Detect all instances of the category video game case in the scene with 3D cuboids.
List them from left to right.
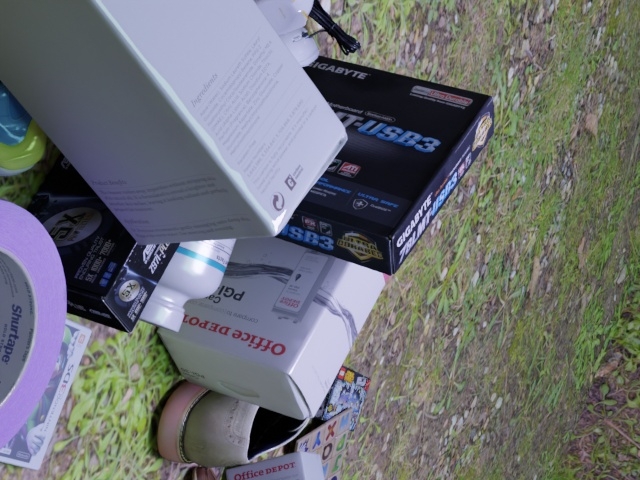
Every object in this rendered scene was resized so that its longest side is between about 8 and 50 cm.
[{"bbox_3d":[-0.334,0.155,1.614,0.190,0.022,0.173,36,71,-62],"label":"video game case"}]

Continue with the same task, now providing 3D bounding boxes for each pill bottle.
[{"bbox_3d":[-0.164,-0.032,1.706,0.146,0.146,0.264,34,74,-63],"label":"pill bottle"}]

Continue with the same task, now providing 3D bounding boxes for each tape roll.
[{"bbox_3d":[-0.368,0.085,1.407,0.275,0.090,0.275,-29,125,-50],"label":"tape roll"}]

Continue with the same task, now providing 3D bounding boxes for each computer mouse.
[{"bbox_3d":[-0.030,-0.255,1.915,0.042,0.106,0.193,-36,-177,45],"label":"computer mouse"}]

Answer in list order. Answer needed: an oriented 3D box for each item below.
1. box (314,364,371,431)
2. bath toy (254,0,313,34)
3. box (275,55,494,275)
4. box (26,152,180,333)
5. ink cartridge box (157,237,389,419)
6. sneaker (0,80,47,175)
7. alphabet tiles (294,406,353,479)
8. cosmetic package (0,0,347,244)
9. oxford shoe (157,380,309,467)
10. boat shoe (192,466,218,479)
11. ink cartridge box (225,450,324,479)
[{"bbox_3d":[0.033,0.253,2.387,0.137,0.027,0.094,33,74,-63],"label":"box"},{"bbox_3d":[-0.081,-0.389,1.706,0.348,0.151,0.129,68,10,-52],"label":"bath toy"},{"bbox_3d":[0.030,-0.110,1.876,0.293,0.295,0.073,-52,149,-36],"label":"box"},{"bbox_3d":[-0.233,-0.011,1.578,0.180,0.147,0.077,-62,152,-22],"label":"box"},{"bbox_3d":[-0.047,0.065,1.918,0.283,0.207,0.117,-60,150,-27],"label":"ink cartridge box"},{"bbox_3d":[-0.268,-0.176,1.483,0.240,0.091,0.126,-54,147,-34],"label":"sneaker"},{"bbox_3d":[-0.030,0.386,2.327,0.237,0.009,0.198,-25,131,-53],"label":"alphabet tiles"},{"bbox_3d":[-0.178,-0.180,1.374,0.385,0.217,0.156,55,52,-30],"label":"cosmetic package"},{"bbox_3d":[-0.060,0.219,2.046,0.397,0.146,0.140,-35,132,-54],"label":"oxford shoe"},{"bbox_3d":[-0.124,0.387,2.043,0.064,0.060,0.178,-63,130,-78],"label":"boat shoe"},{"bbox_3d":[-0.055,0.399,2.106,0.072,0.127,0.175,25,51,-63],"label":"ink cartridge box"}]
